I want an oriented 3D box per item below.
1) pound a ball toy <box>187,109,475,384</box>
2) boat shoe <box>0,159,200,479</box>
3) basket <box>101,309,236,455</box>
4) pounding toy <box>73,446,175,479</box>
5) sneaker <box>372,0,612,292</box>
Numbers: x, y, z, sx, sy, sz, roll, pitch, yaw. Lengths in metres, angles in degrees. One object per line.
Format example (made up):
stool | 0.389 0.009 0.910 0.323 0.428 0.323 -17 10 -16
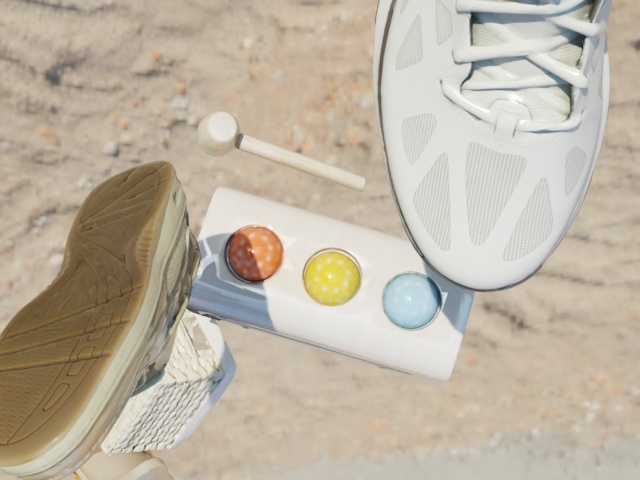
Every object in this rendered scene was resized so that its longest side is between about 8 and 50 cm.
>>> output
pound a ball toy | 0.000 0.000 1.267 0.319 0.208 0.136 17 170 3
boat shoe | -0.140 0.062 0.871 0.109 0.302 0.098 -15 122 17
basket | -0.186 0.151 1.408 0.103 0.113 0.167 -4 144 -40
pounding toy | -0.281 0.323 1.654 0.154 0.155 0.269 -37 151 -14
sneaker | 0.108 -0.155 0.756 0.169 0.257 0.447 7 108 6
